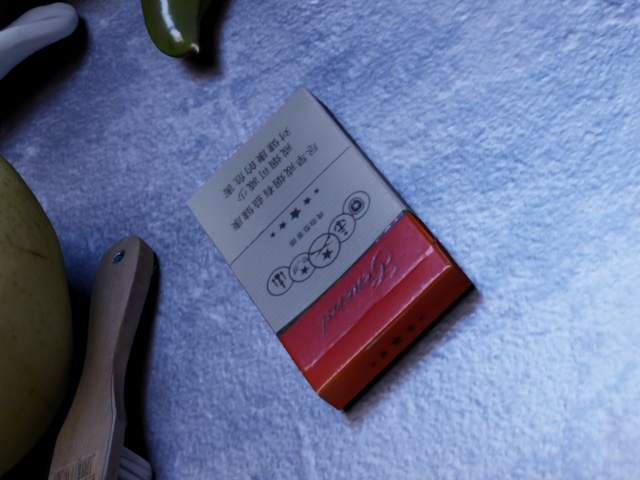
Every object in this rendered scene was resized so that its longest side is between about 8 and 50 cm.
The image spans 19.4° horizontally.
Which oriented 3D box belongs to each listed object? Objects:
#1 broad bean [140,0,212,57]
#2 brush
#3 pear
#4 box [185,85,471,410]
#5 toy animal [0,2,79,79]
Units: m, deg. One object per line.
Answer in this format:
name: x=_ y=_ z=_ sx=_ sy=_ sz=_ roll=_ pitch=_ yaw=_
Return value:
broad bean: x=-0.132 y=-0.277 z=1.643 sx=0.075 sy=0.067 sz=0.325 roll=-10 pitch=51 yaw=-3
brush: x=-0.158 y=0.136 z=1.427 sx=0.070 sy=0.065 sz=0.327 roll=-25 pitch=42 yaw=32
pear: x=-0.336 y=0.057 z=1.448 sx=0.309 sy=0.309 sz=0.309 roll=-19 pitch=55 yaw=28
box: x=0.000 y=0.000 z=1.392 sx=0.139 sy=0.035 sz=0.245 roll=-45 pitch=47 yaw=6
toy animal: x=-0.363 y=-0.222 z=1.702 sx=0.289 sy=0.174 sz=0.249 roll=-38 pitch=57 yaw=1
